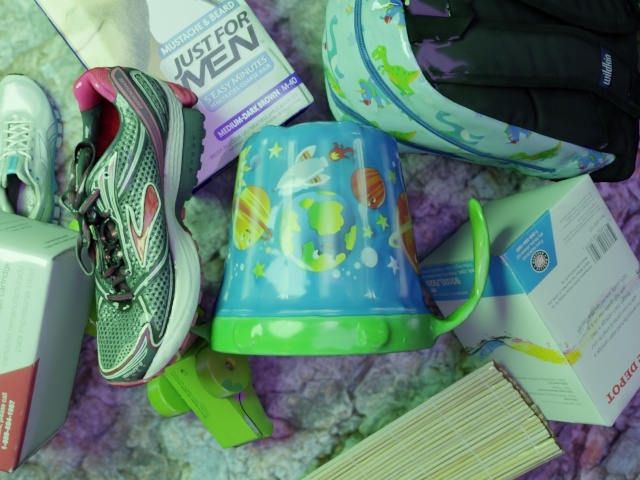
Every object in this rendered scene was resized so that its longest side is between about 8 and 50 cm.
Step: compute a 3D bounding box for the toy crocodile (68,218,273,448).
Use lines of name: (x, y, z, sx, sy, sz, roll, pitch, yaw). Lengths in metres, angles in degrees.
toy crocodile: (-0.174, 0.105, 0.774, 0.115, 0.105, 0.341, -33, 100, 33)

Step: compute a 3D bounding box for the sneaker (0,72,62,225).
sneaker: (-0.330, -0.094, 0.738, 0.071, 0.083, 0.191, -6, 93, -9)

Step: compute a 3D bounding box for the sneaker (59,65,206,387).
sneaker: (-0.189, -0.013, 0.625, 0.112, 0.120, 0.299, 10, 76, -54)

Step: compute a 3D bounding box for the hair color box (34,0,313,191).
hair color box: (-0.182, -0.237, 0.745, 0.185, 0.110, 0.339, -38, 98, -5)

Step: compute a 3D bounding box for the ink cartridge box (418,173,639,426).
ink cartridge box: (0.269, 0.074, 0.797, 0.171, 0.168, 0.233, -37, 100, -26)

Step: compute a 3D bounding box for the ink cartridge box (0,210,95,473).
ink cartridge box: (-0.405, 0.073, 0.668, 0.306, 0.131, 0.226, 14, 100, 0)

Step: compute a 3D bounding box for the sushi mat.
sushi mat: (0.128, 0.281, 0.815, 0.316, 0.019, 0.151, -38, 99, 19)

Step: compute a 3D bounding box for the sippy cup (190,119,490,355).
sippy cup: (0.000, 0.000, 0.692, 0.305, 0.240, 0.224, 1, 84, -28)

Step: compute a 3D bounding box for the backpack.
backpack: (0.177, -0.209, 0.740, 0.355, 0.273, 0.290, -1, 88, -45)
